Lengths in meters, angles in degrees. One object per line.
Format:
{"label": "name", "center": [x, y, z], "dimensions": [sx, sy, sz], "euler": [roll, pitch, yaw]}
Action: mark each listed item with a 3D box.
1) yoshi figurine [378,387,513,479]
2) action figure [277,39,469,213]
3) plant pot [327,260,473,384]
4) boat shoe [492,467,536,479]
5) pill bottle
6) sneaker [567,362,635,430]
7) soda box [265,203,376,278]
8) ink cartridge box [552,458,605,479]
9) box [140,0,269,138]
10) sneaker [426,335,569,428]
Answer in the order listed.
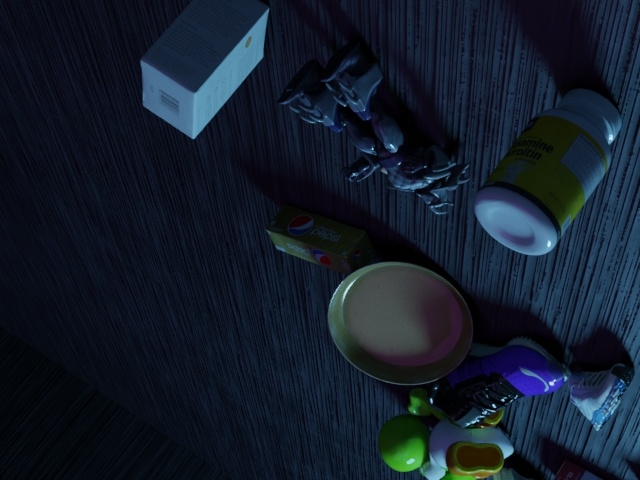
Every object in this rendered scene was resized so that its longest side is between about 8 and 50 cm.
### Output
{"label": "yoshi figurine", "center": [0.208, 0.378, 2.330], "dimensions": [0.203, 0.204, 0.362], "euler": [52, 161, 8]}
{"label": "action figure", "center": [0.081, -0.129, 1.669], "dimensions": [0.185, 0.099, 0.285], "euler": [-11, 132, 49]}
{"label": "plant pot", "center": [0.130, 0.129, 2.023], "dimensions": [0.236, 0.032, 0.236], "euler": [6, 120, 11]}
{"label": "boat shoe", "center": [0.444, 0.537, 2.384], "dimensions": [0.320, 0.103, 0.118], "euler": [48, -166, -14]}
{"label": "pill bottle", "center": [0.257, -0.080, 1.388], "dimensions": [0.103, 0.184, 0.103], "euler": [31, 156, 16]}
{"label": "sneaker", "center": [0.411, 0.223, 1.880], "dimensions": [0.083, 0.071, 0.190], "euler": [37, 157, 16]}
{"label": "soda box", "center": [0.000, 0.000, 2.065], "dimensions": [0.181, 0.061, 0.058], "euler": [20, 151, 37]}
{"label": "ink cartridge box", "center": [0.495, 0.482, 2.227], "dimensions": [0.175, 0.072, 0.127], "euler": [28, 154, 24]}
{"label": "box", "center": [-0.157, -0.248, 1.694], "dimensions": [0.091, 0.170, 0.130], "euler": [33, 156, 8]}
{"label": "sneaker", "center": [0.273, 0.241, 2.008], "dimensions": [0.102, 0.146, 0.293], "euler": [46, 156, -16]}
